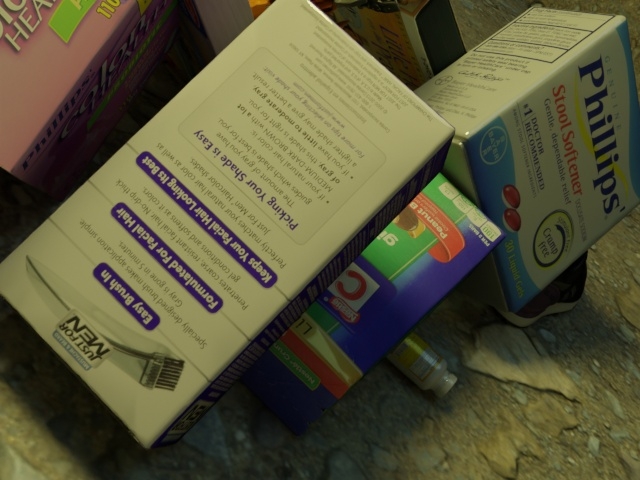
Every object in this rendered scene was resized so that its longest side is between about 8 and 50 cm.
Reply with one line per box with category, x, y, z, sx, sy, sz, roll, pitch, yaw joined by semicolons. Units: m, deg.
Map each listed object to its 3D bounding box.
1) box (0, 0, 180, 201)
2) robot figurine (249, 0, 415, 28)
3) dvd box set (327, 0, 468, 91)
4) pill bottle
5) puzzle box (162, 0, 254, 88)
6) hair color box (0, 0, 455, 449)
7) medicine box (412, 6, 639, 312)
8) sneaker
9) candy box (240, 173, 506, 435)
box;-0.228;-0.161;0.734;0.117;0.214;0.243;34;-7;-5
robot figurine;0.022;-0.322;0.969;0.085;0.291;0.211;50;38;-57
dvd box set;0.033;-0.314;1.192;0.420;0.062;0.307;37;-7;31
pill bottle;0.111;0.136;0.945;0.083;0.043;0.043;42;32;6
puzzle box;-0.151;-0.250;0.935;0.272;0.052;0.409;49;-9;20
hair color box;-0.073;-0.017;0.696;0.185;0.339;0.110;44;-9;10
medicine box;0.257;-0.107;1.070;0.289;0.263;0.149;-37;35;-21
sneaker;0.353;0.038;1.238;0.107;0.124;0.283;47;32;14
candy box;0.000;0.000;0.883;0.268;0.122;0.317;44;46;10
